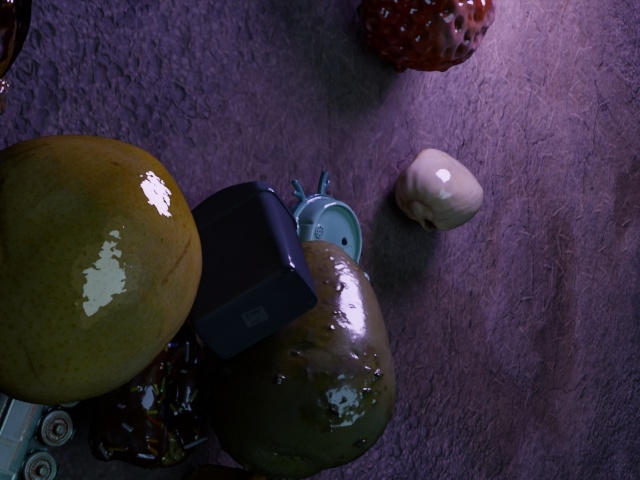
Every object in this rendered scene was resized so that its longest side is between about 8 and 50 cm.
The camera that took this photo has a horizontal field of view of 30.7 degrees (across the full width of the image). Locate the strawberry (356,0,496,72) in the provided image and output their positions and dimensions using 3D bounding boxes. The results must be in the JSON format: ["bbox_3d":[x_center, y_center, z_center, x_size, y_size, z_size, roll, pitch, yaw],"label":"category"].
[{"bbox_3d":[0.184,-0.416,1.869,0.265,0.149,0.336,-49,147,-18],"label":"strawberry"}]

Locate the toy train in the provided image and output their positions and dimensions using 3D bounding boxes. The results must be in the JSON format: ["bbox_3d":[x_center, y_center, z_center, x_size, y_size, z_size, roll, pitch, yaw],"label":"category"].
[{"bbox_3d":[-0.362,0.212,1.405,0.125,0.081,0.193,31,71,-42],"label":"toy train"}]

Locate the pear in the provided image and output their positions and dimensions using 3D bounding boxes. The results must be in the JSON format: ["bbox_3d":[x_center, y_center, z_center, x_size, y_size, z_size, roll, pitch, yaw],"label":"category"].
[{"bbox_3d":[-0.290,0.029,1.306,0.314,0.314,0.314,-5,97,-49],"label":"pear"}]

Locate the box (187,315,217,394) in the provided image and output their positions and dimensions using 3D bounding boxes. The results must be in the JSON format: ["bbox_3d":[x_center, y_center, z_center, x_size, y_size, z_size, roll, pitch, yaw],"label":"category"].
[{"bbox_3d":[-0.160,0.149,1.679,0.073,0.020,0.149,-3,95,-48],"label":"box"}]

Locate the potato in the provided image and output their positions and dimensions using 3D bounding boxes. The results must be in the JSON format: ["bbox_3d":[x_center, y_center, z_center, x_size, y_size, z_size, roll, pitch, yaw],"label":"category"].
[{"bbox_3d":[-0.029,0.166,1.620,0.219,0.270,0.359,45,27,-34],"label":"potato"}]

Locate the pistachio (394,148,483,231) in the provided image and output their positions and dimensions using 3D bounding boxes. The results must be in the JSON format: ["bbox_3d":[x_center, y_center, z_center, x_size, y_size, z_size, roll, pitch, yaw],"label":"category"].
[{"bbox_3d":[0.213,-0.089,2.024,0.201,0.117,0.145,-8,94,-50],"label":"pistachio"}]

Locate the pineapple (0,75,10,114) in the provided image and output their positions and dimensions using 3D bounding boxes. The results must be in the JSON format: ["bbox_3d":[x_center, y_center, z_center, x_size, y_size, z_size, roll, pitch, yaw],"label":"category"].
[{"bbox_3d":[-0.403,-0.229,1.308,0.108,0.108,0.197,3,82,-50],"label":"pineapple"}]

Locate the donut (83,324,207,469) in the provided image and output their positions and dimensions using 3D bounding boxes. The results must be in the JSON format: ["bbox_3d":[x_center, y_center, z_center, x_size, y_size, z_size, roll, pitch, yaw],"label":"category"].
[{"bbox_3d":[-0.213,0.198,1.514,0.230,0.096,0.216,57,38,-59],"label":"donut"}]

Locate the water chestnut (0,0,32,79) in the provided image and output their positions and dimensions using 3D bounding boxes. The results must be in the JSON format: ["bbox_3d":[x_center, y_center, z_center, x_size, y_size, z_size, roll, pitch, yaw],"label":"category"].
[{"bbox_3d":[-0.438,-0.230,1.111,0.300,0.300,0.299,-5,97,-49],"label":"water chestnut"}]

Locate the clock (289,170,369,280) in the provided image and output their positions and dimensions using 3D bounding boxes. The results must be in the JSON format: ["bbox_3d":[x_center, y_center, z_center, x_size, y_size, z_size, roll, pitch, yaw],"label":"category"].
[{"bbox_3d":[0.000,0.000,1.822,0.159,0.066,0.210,-23,109,-47],"label":"clock"}]

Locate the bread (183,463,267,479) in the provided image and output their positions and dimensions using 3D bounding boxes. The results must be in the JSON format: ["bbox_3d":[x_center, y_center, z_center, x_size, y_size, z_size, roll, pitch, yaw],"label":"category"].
[{"bbox_3d":[-0.129,0.411,1.634,0.149,0.158,0.143,55,45,-31],"label":"bread"}]

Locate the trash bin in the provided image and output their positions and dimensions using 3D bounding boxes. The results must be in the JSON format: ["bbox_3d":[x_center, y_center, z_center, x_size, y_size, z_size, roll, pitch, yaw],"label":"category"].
[{"bbox_3d":[-0.108,0.029,1.573,0.177,0.236,0.101,-30,127,5],"label":"trash bin"}]
